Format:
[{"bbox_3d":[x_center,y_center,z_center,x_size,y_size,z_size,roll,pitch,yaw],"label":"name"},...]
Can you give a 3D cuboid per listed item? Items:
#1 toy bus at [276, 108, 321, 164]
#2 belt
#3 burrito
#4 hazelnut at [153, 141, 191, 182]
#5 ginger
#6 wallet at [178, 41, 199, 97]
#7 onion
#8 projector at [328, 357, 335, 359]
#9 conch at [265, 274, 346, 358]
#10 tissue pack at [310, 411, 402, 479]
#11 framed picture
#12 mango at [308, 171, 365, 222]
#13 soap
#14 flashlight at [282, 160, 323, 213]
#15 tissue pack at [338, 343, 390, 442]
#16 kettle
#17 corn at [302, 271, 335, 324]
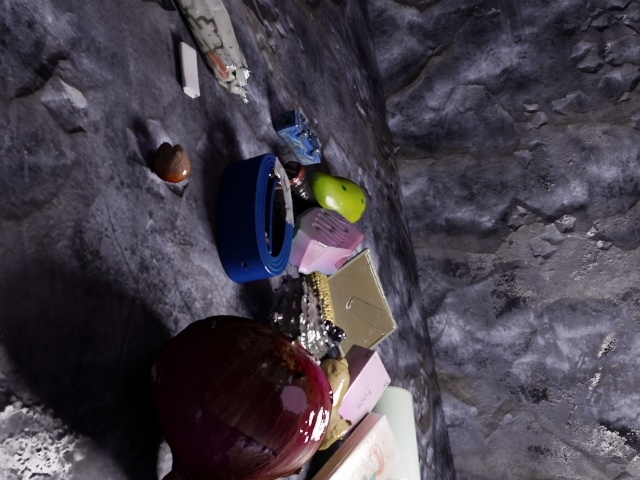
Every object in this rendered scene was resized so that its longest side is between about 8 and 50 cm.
[{"bbox_3d":[-0.066,-0.328,2.136,0.236,0.094,0.079,47,29,-58],"label":"toy bus"},{"bbox_3d":[-0.158,-0.057,1.663,0.212,0.117,0.347,51,32,-49],"label":"belt"},{"bbox_3d":[-0.275,-0.540,1.666,0.139,0.101,0.446,-80,152,-57],"label":"burrito"},{"bbox_3d":[-0.307,-0.162,1.366,0.086,0.086,0.087,-13,90,-71],"label":"hazelnut"},{"bbox_3d":[0.005,0.422,1.752,0.138,0.152,0.267,123,-24,-62],"label":"ginger"},{"bbox_3d":[-0.316,-0.408,1.579,0.061,0.025,0.122,28,52,-68],"label":"wallet"},{"bbox_3d":[-0.173,0.323,1.172,0.385,0.347,0.348,-56,145,-11],"label":"onion"},{"bbox_3d":[0.062,0.452,2.047,0.115,0.061,0.147,-84,154,-45],"label":"projector"},{"bbox_3d":[-0.058,0.210,1.730,0.313,0.186,0.241,41,28,-54],"label":"conch"},{"bbox_3d":[0.098,0.642,1.824,0.325,0.071,0.170,-37,114,-43],"label":"tissue pack"},{"bbox_3d":[0.119,0.226,2.185,0.247,0.022,0.335,-35,118,-26],"label":"framed picture"},{"bbox_3d":[0.057,-0.150,2.312,0.293,0.142,0.175,25,53,-55],"label":"mango"},{"bbox_3d":[0.000,0.000,1.976,0.193,0.109,0.324,40,23,4],"label":"soap"},{"bbox_3d":[-0.058,-0.146,2.073,0.232,0.092,0.093,62,23,-50],"label":"flashlight"},{"bbox_3d":[0.087,0.443,1.918,0.246,0.092,0.149,-50,130,-29],"label":"tissue pack"},{"bbox_3d":[0.191,0.641,2.122,0.264,0.205,0.318,22,48,-23],"label":"kettle"},{"bbox_3d":[-0.008,0.176,1.994,0.086,0.086,0.289,34,44,-63],"label":"corn"}]
